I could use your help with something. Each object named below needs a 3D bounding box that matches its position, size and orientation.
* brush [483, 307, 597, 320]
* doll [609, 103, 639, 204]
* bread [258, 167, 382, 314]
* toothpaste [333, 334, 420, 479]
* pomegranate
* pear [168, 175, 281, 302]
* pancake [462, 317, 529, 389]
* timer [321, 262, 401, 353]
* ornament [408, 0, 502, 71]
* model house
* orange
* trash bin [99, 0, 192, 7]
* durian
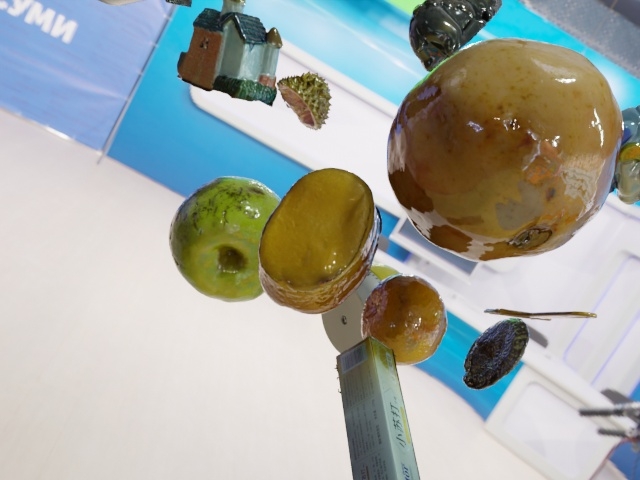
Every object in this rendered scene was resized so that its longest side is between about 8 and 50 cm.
[{"bbox_3d":[0.380,0.126,1.179,0.103,0.013,0.272,8,-7,-11],"label":"brush"},{"bbox_3d":[0.744,-0.182,1.619,0.365,0.376,0.187,20,1,9],"label":"doll"},{"bbox_3d":[0.000,0.000,1.236,0.195,0.269,0.142,23,-21,15],"label":"bread"},{"bbox_3d":[0.089,0.298,1.092,0.071,0.089,0.313,39,28,-34],"label":"toothpaste"},{"bbox_3d":[0.315,-0.170,1.219,0.411,0.411,0.411,29,10,-6],"label":"pomegranate"},{"bbox_3d":[-0.259,-0.011,2.036,0.391,0.391,0.391,29,10,-6],"label":"pear"},{"bbox_3d":[0.378,0.245,1.512,0.021,0.199,0.199,38,9,-12],"label":"pancake"},{"bbox_3d":[0.166,0.179,1.845,0.285,0.285,0.285,29,10,-6],"label":"timer"},{"bbox_3d":[0.110,-0.344,0.877,0.236,0.080,0.202,48,50,-8],"label":"ornament"},{"bbox_3d":[-0.219,-0.519,1.819,0.253,0.291,0.184,29,26,31],"label":"model house"},{"bbox_3d":[0.160,0.152,1.338,0.155,0.177,0.177,38,7,-22],"label":"orange"},{"bbox_3d":[-0.340,-0.587,1.361,0.262,0.277,0.217,4,6,38],"label":"trash bin"},{"bbox_3d":[-0.038,-0.389,1.960,0.132,0.182,0.165,-8,29,15],"label":"durian"}]
